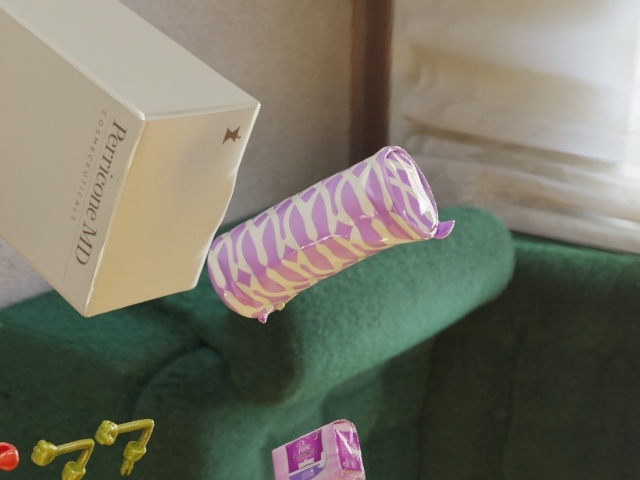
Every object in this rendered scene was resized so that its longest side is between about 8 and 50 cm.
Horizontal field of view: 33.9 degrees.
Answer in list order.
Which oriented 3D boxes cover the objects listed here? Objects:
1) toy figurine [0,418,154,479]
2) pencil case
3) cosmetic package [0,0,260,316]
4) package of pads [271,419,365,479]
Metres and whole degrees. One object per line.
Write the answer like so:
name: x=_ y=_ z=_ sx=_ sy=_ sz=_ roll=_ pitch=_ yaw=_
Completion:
toy figurine: x=-0.355 y=0.245 z=0.973 sx=0.362 sy=0.217 sz=0.191 roll=-15 pitch=115 yaw=-45
pencil case: x=0.000 y=0.000 z=0.871 sx=0.088 sy=0.206 sz=0.086 roll=56 pitch=32 yaw=-12
cosmetic package: x=-0.298 y=-0.150 z=1.111 sx=0.161 sy=0.453 sz=0.230 roll=-15 pitch=135 yaw=-50
package of pads: x=-0.004 y=0.184 z=0.865 sx=0.032 sy=0.083 sz=0.050 roll=15 pitch=54 yaw=-42
